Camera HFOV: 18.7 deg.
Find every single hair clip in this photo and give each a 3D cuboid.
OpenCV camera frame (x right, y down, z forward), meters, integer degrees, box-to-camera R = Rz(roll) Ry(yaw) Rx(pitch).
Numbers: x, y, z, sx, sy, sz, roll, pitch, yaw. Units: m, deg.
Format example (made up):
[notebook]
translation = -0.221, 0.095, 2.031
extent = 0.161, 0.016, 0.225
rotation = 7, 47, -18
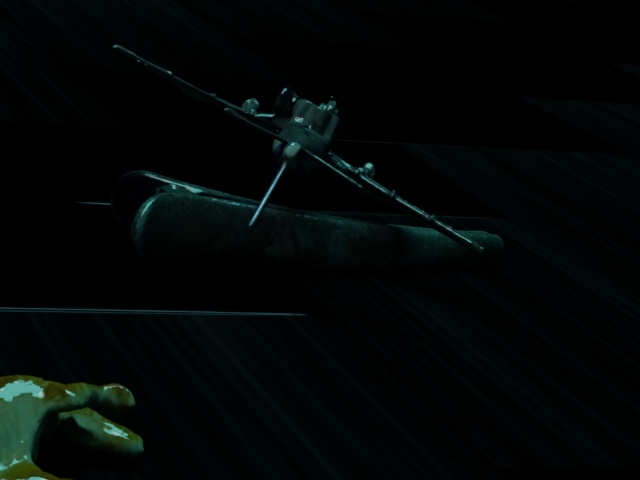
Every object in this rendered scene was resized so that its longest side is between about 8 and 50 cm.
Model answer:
[hair clip]
translation = 0.000, 0.000, 1.085
extent = 0.229, 0.039, 0.070
rotation = 8, 15, -18

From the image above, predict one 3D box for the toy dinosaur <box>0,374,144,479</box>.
[toy dinosaur]
translation = -0.164, 0.068, 0.700
extent = 0.212, 0.057, 0.142
rotation = 7, 4, -10

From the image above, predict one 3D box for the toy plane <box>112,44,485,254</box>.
[toy plane]
translation = -0.010, -0.050, 1.073
extent = 0.226, 0.058, 0.226
rotation = 29, 12, 0
